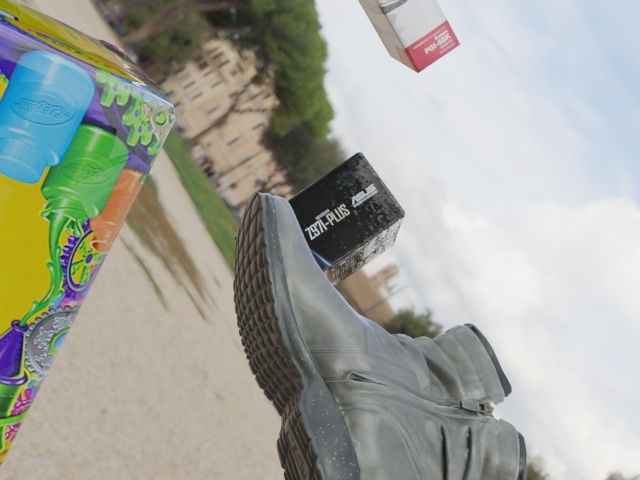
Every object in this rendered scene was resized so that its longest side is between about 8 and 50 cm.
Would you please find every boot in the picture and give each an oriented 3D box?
[{"bbox_3d":[0.038,0.076,0.746,0.083,0.161,0.246,122,-44,-55],"label":"boot"}]

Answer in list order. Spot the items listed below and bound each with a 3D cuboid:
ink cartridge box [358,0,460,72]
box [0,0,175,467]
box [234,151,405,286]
[{"bbox_3d":[0.075,-0.249,1.098,0.135,0.056,0.099,56,0,-25],"label":"ink cartridge box"},{"bbox_3d":[-0.257,-0.005,0.426,0.290,0.279,0.177,24,8,-22],"label":"box"},{"bbox_3d":[0.000,0.000,1.081,0.077,0.147,0.180,55,-4,8],"label":"box"}]
